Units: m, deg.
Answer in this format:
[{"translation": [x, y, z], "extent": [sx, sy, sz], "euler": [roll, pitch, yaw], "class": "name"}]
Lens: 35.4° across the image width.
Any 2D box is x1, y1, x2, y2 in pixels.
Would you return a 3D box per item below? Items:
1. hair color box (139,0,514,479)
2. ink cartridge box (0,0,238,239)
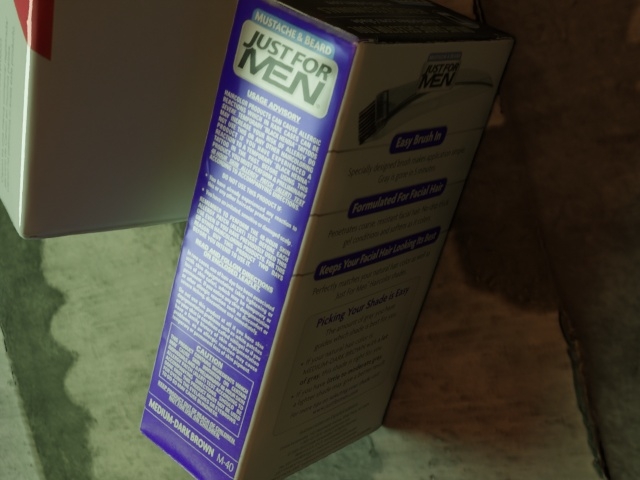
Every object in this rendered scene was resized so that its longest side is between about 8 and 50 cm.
[{"translation": [0.000, 0.000, 0.713], "extent": [0.110, 0.185, 0.339], "euler": [33, 118, 30], "class": "hair color box"}, {"translation": [-0.194, -0.223, 0.739], "extent": [0.385, 0.160, 0.279], "euler": [47, 136, 43], "class": "ink cartridge box"}]
